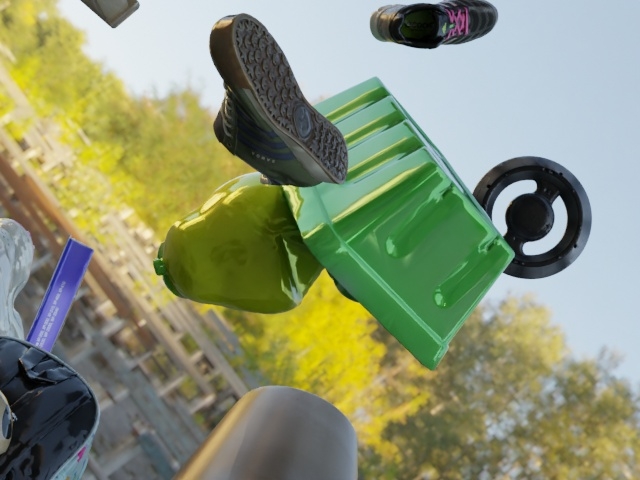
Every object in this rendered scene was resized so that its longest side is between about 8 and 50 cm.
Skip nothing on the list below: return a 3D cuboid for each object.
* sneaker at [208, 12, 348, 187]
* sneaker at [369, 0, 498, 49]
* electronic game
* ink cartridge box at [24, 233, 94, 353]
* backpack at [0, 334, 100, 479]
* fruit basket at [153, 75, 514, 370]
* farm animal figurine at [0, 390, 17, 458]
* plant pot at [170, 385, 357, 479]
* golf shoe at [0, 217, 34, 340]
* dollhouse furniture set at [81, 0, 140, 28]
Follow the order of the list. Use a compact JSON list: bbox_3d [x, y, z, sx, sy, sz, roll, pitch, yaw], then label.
[{"bbox_3d":[-0.055,-0.099,0.830,0.086,0.064,0.192,-6,-33,28],"label":"sneaker"},{"bbox_3d":[0.152,-0.273,1.319,0.075,0.171,0.063,-128,-145,-64],"label":"sneaker"},{"bbox_3d":[0.385,-0.042,1.919,0.229,0.229,0.048,53,-4,3],"label":"electronic game"},{"bbox_3d":[-0.392,0.103,1.529,0.045,0.206,0.208,23,-13,-10],"label":"ink cartridge box"},{"bbox_3d":[-0.386,0.242,1.200,0.225,0.253,0.191,30,-42,8],"label":"backpack"},{"bbox_3d":[0.000,0.000,1.295,0.283,0.392,0.392,45,-6,-29],"label":"fruit basket"},{"bbox_3d":[-0.334,0.196,0.825,0.326,0.172,0.330,-72,162,-70],"label":"farm animal figurine"},{"bbox_3d":[-0.075,0.367,1.464,0.323,0.280,0.323,12,-43,12],"label":"plant pot"},{"bbox_3d":[-0.559,0.116,1.704,0.115,0.140,0.306,16,-72,23],"label":"golf shoe"},{"bbox_3d":[-0.193,-0.380,1.135,0.212,0.242,0.161,42,-12,21],"label":"dollhouse furniture set"}]
